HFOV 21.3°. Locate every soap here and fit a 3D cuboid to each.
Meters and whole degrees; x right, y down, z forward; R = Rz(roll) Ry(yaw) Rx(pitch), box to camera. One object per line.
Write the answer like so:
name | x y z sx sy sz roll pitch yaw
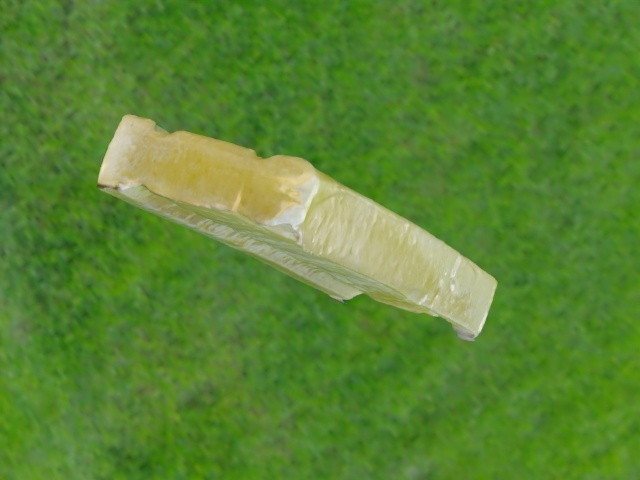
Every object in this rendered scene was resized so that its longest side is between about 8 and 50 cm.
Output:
soap | 0.000 -0.001 0.767 0.252 0.092 0.037 29 77 -65
